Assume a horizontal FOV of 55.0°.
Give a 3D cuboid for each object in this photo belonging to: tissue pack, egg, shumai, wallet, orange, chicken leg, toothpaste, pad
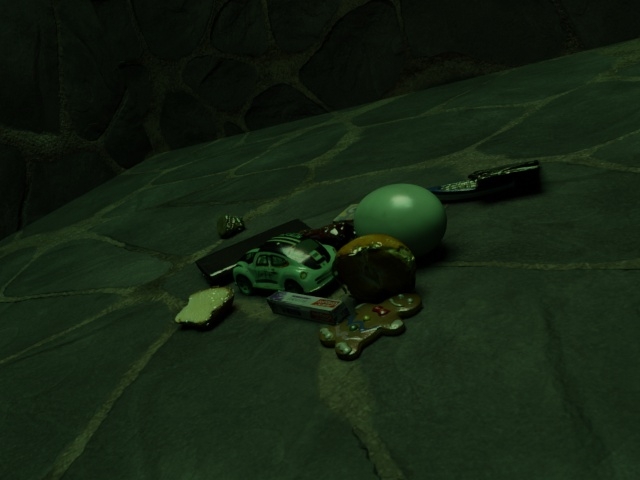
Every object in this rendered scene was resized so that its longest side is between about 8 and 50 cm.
[{"bbox_3d":[0.122,-0.058,1.593,0.148,0.060,0.109,-3,26,37],"label":"tissue pack"},{"bbox_3d":[0.172,-0.041,1.351,0.168,0.167,0.231,-33,21,-34],"label":"egg"},{"bbox_3d":[-0.278,-0.046,1.936,0.081,0.082,0.083,13,15,-37],"label":"shumai"},{"bbox_3d":[-0.168,0.028,1.656,0.321,0.044,0.170,-22,21,-18],"label":"wallet"},{"bbox_3d":[0.109,0.047,1.215,0.170,0.160,0.112,20,41,-13],"label":"orange"},{"bbox_3d":[0.000,0.000,1.554,0.234,0.063,0.105,-12,16,22],"label":"chicken leg"},{"bbox_3d":[-0.029,0.135,1.263,0.196,0.040,0.047,5,33,46],"label":"toothpaste"},{"bbox_3d":[0.472,-0.182,1.561,0.174,0.022,0.233,-9,7,21],"label":"pad"}]

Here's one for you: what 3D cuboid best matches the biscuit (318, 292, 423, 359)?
[{"bbox_3d":[0.098,0.146,1.138,0.205,0.031,0.138,-24,21,-19],"label":"biscuit"}]

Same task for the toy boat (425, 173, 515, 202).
[{"bbox_3d":[0.382,-0.132,1.578,0.229,0.045,0.080,-10,23,24],"label":"toy boat"}]

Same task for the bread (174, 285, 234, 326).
[{"bbox_3d":[-0.262,0.158,1.405,0.129,0.044,0.126,-2,33,32],"label":"bread"}]

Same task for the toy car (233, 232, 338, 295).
[{"bbox_3d":[-0.088,0.049,1.413,0.306,0.125,0.136,5,31,45],"label":"toy car"}]
